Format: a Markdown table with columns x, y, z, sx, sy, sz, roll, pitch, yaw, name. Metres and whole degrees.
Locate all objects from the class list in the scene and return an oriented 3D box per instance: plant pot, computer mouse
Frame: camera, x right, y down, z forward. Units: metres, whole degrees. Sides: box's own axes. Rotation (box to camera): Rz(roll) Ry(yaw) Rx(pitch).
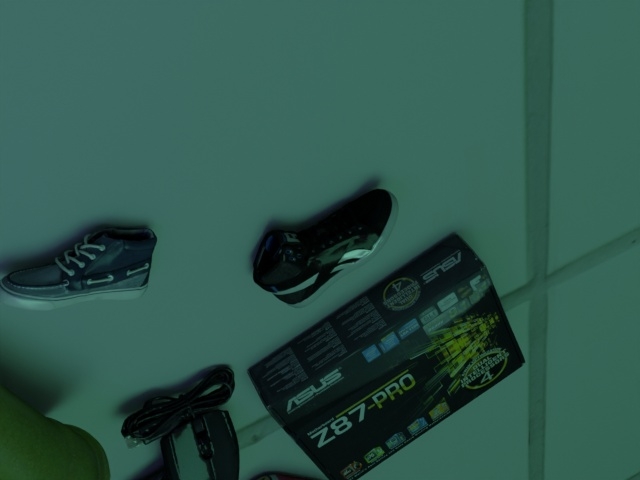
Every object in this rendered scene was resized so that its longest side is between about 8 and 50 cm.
| x | y | z | sx | sy | sz | roll | pitch | yaw | name |
| --- | --- | --- | --- | --- | --- | --- | --- | --- | --- |
| -0.435 | 0.264 | 1.123 | 0.276 | 0.276 | 0.254 | -32 | 127 | -4 | plant pot |
| -0.186 | 0.336 | 1.432 | 0.188 | 0.072 | 0.272 | -26 | 132 | -25 | computer mouse |

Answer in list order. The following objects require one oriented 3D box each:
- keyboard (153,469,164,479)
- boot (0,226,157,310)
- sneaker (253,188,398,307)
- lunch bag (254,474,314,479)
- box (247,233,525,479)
| x | y | z | sx | sy | sz | roll | pitch | yaw | name |
| --- | --- | --- | --- | --- | --- | --- | --- | --- | --- |
| -0.227 | 0.373 | 1.505 | 0.192 | 0.038 | 0.100 | -45 | 137 | -5 | keyboard |
| -0.288 | 0.027 | 1.126 | 0.190 | 0.069 | 0.086 | -6 | 124 | -40 | boot |
| 0.000 | 0.000 | 1.270 | 0.217 | 0.079 | 0.121 | -45 | 139 | 13 | sneaker |
| -0.114 | 0.548 | 1.688 | 0.258 | 0.120 | 0.293 | 25 | 110 | -41 | lunch bag |
| 0.121 | 0.206 | 1.531 | 0.395 | 0.097 | 0.318 | -33 | 136 | -2 | box |
